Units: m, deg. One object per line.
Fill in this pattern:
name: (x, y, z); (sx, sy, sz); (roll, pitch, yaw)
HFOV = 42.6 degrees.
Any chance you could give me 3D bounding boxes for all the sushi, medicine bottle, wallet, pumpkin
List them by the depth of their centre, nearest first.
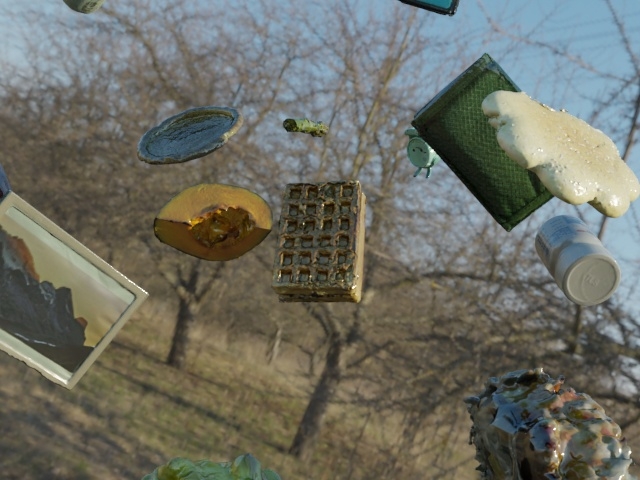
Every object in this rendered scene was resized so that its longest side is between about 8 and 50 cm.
sushi: (0.338, 0.391, 1.217); (0.176, 0.417, 0.417); (-9, -4, -2)
wallet: (0.270, -0.147, 1.250); (0.236, 0.160, 0.055); (46, 26, -7)
medicine bottle: (0.446, 0.031, 1.436); (0.105, 0.105, 0.168); (24, 22, -14)
pumpkin: (-0.258, -0.046, 2.130); (0.312, 0.148, 0.169); (7, -34, 9)

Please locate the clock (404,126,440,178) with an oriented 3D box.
clock: (0.275, -0.236, 2.204); (0.041, 0.135, 0.101); (-20, 22, -38)

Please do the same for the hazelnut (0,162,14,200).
hazelnut: (-0.704, -0.027, 1.329); (0.421, 0.421, 0.353); (27, 13, -40)

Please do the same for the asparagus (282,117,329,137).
asparagus: (-0.020, -0.206, 1.499); (0.030, 0.036, 0.165); (61, 21, 8)

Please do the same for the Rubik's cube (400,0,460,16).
Rubik's cube: (0.133, -0.426, 1.179); (0.180, 0.167, 0.183); (17, 17, 1)

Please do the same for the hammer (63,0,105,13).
hammer: (-0.639, -0.646, 2.005); (0.305, 0.113, 0.202); (-12, -16, -49)

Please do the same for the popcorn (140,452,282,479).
popcorn: (-0.193, 0.483, 1.341); (0.312, 0.312, 0.312); (23, -5, 2)

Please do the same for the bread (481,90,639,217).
bread: (0.327, -0.110, 1.070); (0.251, 0.039, 0.182); (16, 40, -28)

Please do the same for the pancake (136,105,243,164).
pancake: (-0.230, -0.187, 1.444); (0.199, 0.199, 0.021); (19, -42, 42)

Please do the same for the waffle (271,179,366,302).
waffle: (0.000, -0.001, 2.024); (0.213, 0.308, 0.091); (-1, -29, 12)

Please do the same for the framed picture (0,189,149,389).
framed picture: (-0.404, 0.080, 1.189); (0.265, 0.192, 0.018); (43, -10, -34)
